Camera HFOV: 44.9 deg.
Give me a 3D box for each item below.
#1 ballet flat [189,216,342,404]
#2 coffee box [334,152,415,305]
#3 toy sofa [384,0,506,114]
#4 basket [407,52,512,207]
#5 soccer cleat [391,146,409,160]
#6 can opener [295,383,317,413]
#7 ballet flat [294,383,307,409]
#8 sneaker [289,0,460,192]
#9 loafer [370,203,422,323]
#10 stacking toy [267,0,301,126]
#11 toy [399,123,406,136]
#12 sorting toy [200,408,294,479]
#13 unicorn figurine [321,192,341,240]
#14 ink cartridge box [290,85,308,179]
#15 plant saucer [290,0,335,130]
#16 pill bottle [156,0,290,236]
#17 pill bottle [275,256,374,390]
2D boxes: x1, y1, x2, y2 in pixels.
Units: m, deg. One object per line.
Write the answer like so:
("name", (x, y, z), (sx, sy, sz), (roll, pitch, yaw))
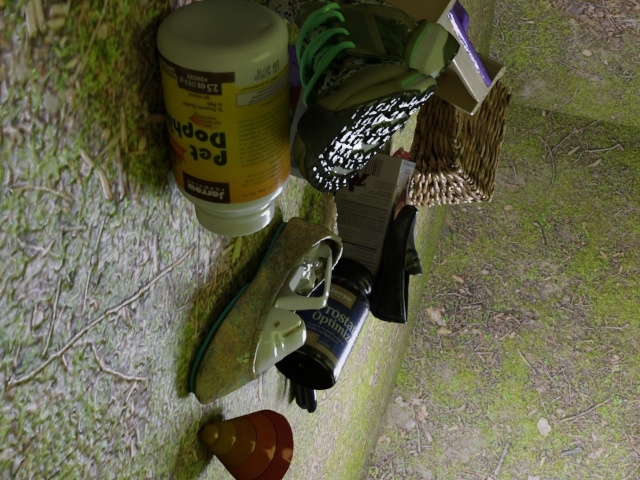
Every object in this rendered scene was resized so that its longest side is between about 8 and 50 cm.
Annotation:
("ballet flat", (-0.057, 0.091, 1.070), (0.348, 0.123, 0.123), (-60, 159, -47))
("coffee box", (0.088, -0.023, 1.514), (0.168, 0.119, 0.297), (-11, 115, -74))
("toy sofa", (0.226, -0.385, 1.398), (0.177, 0.150, 0.362), (-57, 153, 3))
("basket", (0.257, -0.241, 1.690), (0.213, 0.223, 0.299), (35, 63, -43))
("soccer cleat", (0.164, -0.125, 1.812), (0.248, 0.083, 0.095), (-59, 172, -46))
("can opener", (-0.034, 0.245, 1.436), (0.073, 0.059, 0.186), (-21, 130, -18))
("ballet flat", (-0.031, 0.256, 1.505), (0.049, 0.058, 0.173), (-124, -146, -51))
("sneaker", (0.020, -0.185, 0.819), (0.158, 0.182, 0.410), (-47, -176, 26))
("loafer", (0.154, 0.045, 1.435), (0.076, 0.078, 0.223), (-2, 106, -72))
("stacking toy", (-0.045, -0.183, 0.973), (0.167, 0.052, 0.221), (52, 54, -73))
("toy", (0.211, -0.371, 1.789), (0.137, 0.056, 0.237), (65, 46, -74))
("sorting toy", (-0.161, 0.396, 1.060), (0.126, 0.127, 0.365), (34, 70, -44))
("unicorn figurine", (0.000, 0.000, 1.315), (0.111, 0.060, 0.161), (91, 16, -56))
("ink cartridge box", (0.006, -0.151, 1.035), (0.179, 0.045, 0.145), (-7, 114, -73))
("plant saucer", (0.027, -0.245, 1.207), (0.259, 0.048, 0.258), (50, 55, -72))
("pill bottle", (-0.087, -0.110, 0.741), (0.117, 0.117, 0.214), (-62, 160, -45))
("pill bottle", (0.012, 0.139, 1.342), (0.122, 0.123, 0.219), (87, 26, -50))
